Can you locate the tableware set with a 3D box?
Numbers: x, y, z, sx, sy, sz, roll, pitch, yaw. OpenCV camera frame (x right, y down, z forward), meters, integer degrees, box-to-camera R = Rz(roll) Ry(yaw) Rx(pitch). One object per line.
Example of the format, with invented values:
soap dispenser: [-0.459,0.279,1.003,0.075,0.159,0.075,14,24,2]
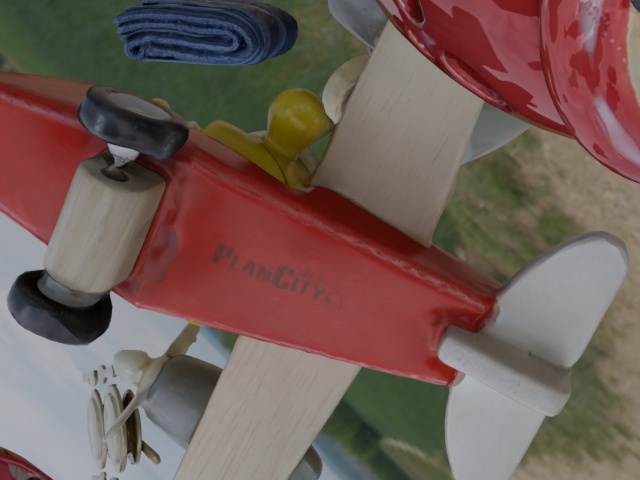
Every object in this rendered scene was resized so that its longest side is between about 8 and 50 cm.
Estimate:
tableware set: [-0.207,0.192,1.201,0.194,0.039,0.128,158,107,-68]

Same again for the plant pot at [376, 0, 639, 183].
plant pot: [0.126,-0.119,0.442,0.191,0.191,0.174,49,-175,-37]

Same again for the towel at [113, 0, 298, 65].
towel: [-0.049,-0.100,0.549,0.067,0.029,0.119,5,-168,6]

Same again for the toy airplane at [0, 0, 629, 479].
toy airplane: [0.000,0.000,0.774,0.272,0.386,0.384,-112,-1,-67]

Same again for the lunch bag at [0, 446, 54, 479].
lunch bag: [-0.369,0.199,0.910,0.293,0.120,0.258,29,156,-35]

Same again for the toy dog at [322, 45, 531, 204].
toy dog: [0.149,-0.154,1.023,0.220,0.333,0.161,38,153,34]
